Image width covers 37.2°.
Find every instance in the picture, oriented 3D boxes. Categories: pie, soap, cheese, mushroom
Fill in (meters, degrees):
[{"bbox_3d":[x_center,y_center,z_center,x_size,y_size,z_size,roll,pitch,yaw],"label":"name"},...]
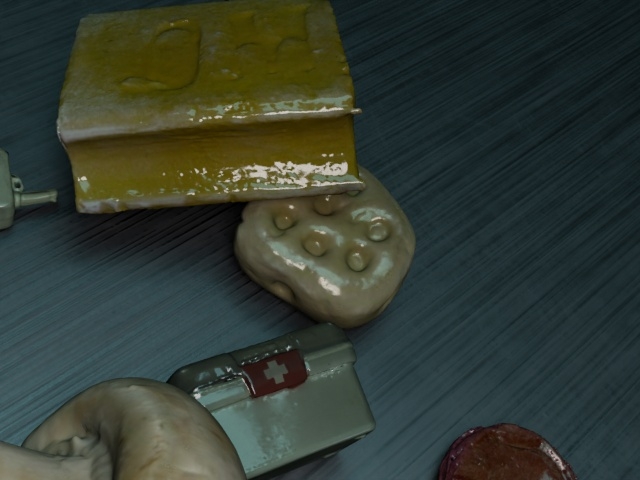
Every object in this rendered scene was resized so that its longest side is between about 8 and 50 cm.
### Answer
[{"bbox_3d":[0.210,0.290,1.058,0.182,0.049,0.182,11,55,-16],"label":"pie"},{"bbox_3d":[-0.127,-0.171,1.143,0.335,0.156,0.293,-5,42,-1],"label":"soap"},{"bbox_3d":[0.000,0.000,1.158,0.217,0.117,0.235,1,52,-15],"label":"cheese"},{"bbox_3d":[-0.211,0.239,0.776,0.290,0.297,0.298,38,42,-34],"label":"mushroom"}]

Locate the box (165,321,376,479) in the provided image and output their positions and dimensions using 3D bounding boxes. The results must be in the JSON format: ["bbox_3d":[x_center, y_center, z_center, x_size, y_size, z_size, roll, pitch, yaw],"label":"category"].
[{"bbox_3d":[-0.059,0.180,0.991,0.210,0.148,0.129,-16,73,-28],"label":"box"}]

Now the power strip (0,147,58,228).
[{"bbox_3d":[-0.448,-0.054,1.087,0.288,0.053,0.093,-6,57,-21],"label":"power strip"}]
